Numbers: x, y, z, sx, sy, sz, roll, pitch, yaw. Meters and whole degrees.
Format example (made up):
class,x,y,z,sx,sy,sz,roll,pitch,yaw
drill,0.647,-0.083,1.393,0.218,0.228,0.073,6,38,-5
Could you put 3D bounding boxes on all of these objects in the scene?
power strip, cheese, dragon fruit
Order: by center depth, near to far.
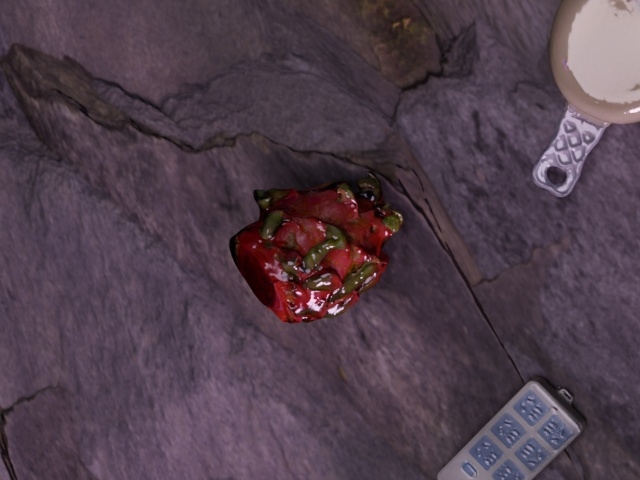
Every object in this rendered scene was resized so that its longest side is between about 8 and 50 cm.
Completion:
class,x,y,z,sx,sy,sz,roll,pitch,yaw
cheese,0.284,-0.177,1.665,0.249,0.071,0.163,-43,83,25
dragon fruit,0.000,0.000,1.773,0.160,0.172,0.166,14,131,59
power strip,0.216,0.238,1.795,0.081,0.035,0.192,45,112,8
